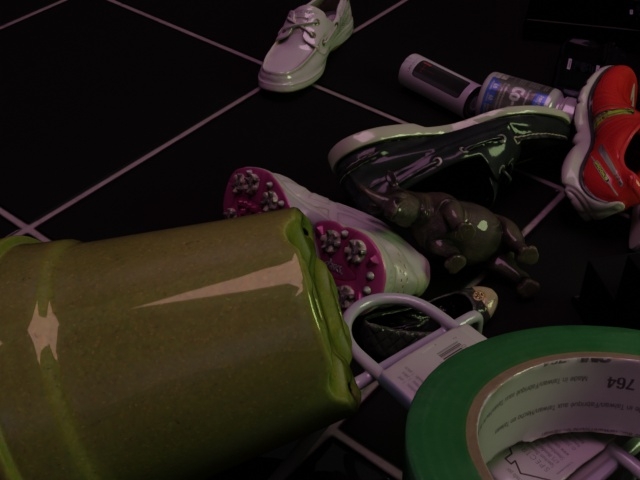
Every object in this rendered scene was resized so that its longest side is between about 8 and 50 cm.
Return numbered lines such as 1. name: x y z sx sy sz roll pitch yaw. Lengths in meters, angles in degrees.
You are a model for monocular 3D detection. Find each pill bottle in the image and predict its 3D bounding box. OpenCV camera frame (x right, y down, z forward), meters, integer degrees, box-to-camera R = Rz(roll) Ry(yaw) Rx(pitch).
1. pill bottle: 0.299 -0.187 1.237 0.137 0.078 0.078 22 46 25

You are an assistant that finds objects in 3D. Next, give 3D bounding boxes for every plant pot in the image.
1. plant pot: -0.109 0.092 0.733 0.254 0.276 0.276 -17 41 5

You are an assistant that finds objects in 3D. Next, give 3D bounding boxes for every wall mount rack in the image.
1. wall mount rack: 0.109 0.207 0.762 0.304 0.130 0.350 -26 46 -30

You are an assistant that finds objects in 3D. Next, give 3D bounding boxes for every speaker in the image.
1. speaker: 0.183 -0.234 1.314 0.055 0.055 0.136 -30 49 -29

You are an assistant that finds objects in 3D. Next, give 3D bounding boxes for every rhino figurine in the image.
1. rhino figurine: 0.142 -0.015 0.981 0.243 0.073 0.106 21 21 -25

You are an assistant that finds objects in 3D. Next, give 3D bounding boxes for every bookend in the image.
1. bookend: 0.337 0.057 0.898 0.073 0.156 0.157 -8 41 -8

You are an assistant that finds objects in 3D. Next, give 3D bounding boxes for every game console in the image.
1. game console: 0.428 -0.310 1.405 0.213 0.043 0.361 10 42 15

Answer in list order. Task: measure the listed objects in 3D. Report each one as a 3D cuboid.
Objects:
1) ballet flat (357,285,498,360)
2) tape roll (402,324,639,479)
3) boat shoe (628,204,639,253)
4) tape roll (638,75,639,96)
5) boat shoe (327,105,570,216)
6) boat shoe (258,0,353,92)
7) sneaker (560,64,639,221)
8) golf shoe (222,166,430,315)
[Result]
1. ballet flat: 0.122 0.086 0.949 0.173 0.049 0.057 -18 45 -19
2. tape roll: 0.217 0.171 0.594 0.322 0.077 0.321 0 25 0
3. boat shoe: 0.434 -0.040 1.082 0.063 0.066 0.184 28 40 3
4. tape roll: 0.608 -0.279 1.269 0.246 0.169 0.246 0 41 0
5. boat shoe: 0.184 -0.091 1.110 0.340 0.127 0.113 -8 68 -24
6. boat shoe: -0.026 -0.336 1.401 0.098 0.096 0.277 14 43 16
7. sneaker: 0.401 -0.132 1.131 0.118 0.107 0.279 -13 40 38
8. golf shoe: 0.000 0.000 1.029 0.140 0.115 0.306 3 24 -43
